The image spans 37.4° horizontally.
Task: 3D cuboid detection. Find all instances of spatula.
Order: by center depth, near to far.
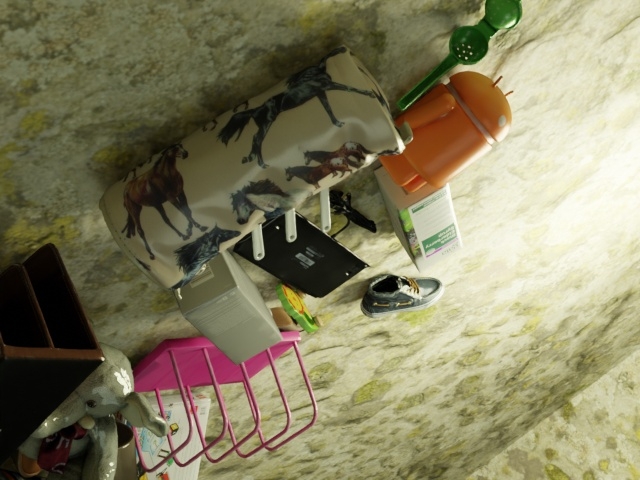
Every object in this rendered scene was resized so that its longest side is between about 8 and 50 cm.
[{"bbox_3d":[-0.043,-0.077,1.424,0.168,0.019,0.242,-22,137,-18],"label":"spatula"}]

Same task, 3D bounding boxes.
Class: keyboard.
[{"bbox_3d":[0.000,0.000,1.603,0.201,0.033,0.317,-35,150,12],"label":"keyboard"}]

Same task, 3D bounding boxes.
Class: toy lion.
[{"bbox_3d":[-0.042,0.119,1.683,0.034,0.100,0.096,-34,168,12],"label":"toy lion"}]

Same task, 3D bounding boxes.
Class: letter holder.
[{"bbox_3d":[-0.461,0.154,1.255,0.302,0.214,0.152,-43,149,25],"label":"letter holder"}]

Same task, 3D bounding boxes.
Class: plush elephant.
[{"bbox_3d":[-0.383,0.255,1.445,0.330,0.272,0.255,-44,177,-37],"label":"plush elephant"}]

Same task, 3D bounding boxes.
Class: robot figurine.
[{"bbox_3d":[0.192,-0.166,1.417,0.219,0.128,0.158,-38,117,14],"label":"robot figurine"}]

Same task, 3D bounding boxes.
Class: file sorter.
[{"bbox_3d":[-0.179,0.292,1.703,0.290,0.182,0.202,1,149,-40],"label":"file sorter"}]

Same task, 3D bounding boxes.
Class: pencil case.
[{"bbox_3d":[-0.079,-0.094,1.262,0.410,0.160,0.183,-31,137,2],"label":"pencil case"}]

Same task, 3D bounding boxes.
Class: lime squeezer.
[{"bbox_3d":[0.223,-0.300,1.301,0.310,0.059,0.110,-43,161,19],"label":"lime squeezer"}]

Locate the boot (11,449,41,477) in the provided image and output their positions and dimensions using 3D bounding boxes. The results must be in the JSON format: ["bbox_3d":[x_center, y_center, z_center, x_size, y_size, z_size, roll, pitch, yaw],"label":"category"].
[{"bbox_3d":[-0.485,0.340,1.668,0.152,0.073,0.197,-34,158,-7],"label":"boot"}]

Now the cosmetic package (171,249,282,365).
[{"bbox_3d":[-0.156,0.095,1.520,0.107,0.127,0.238,-29,148,-2],"label":"cosmetic package"}]

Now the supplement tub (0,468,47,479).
[{"bbox_3d":[-0.579,0.522,1.736,0.193,0.193,0.316,-35,150,10],"label":"supplement tub"}]

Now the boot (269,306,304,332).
[{"bbox_3d":[-0.076,0.162,1.773,0.118,0.042,0.087,-4,146,-31],"label":"boot"}]

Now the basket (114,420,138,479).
[{"bbox_3d":[-0.387,0.442,1.642,0.154,0.204,0.227,-8,109,-38],"label":"basket"}]

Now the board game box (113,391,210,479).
[{"bbox_3d":[-0.326,0.449,1.825,0.193,0.053,0.305,2,104,-41],"label":"board game box"}]

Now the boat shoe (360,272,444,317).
[{"bbox_3d":[0.169,0.098,1.855,0.183,0.065,0.083,-15,148,-21],"label":"boat shoe"}]

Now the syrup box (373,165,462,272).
[{"bbox_3d":[0.170,-0.048,1.608,0.093,0.096,0.237,-29,149,-1],"label":"syrup box"}]
